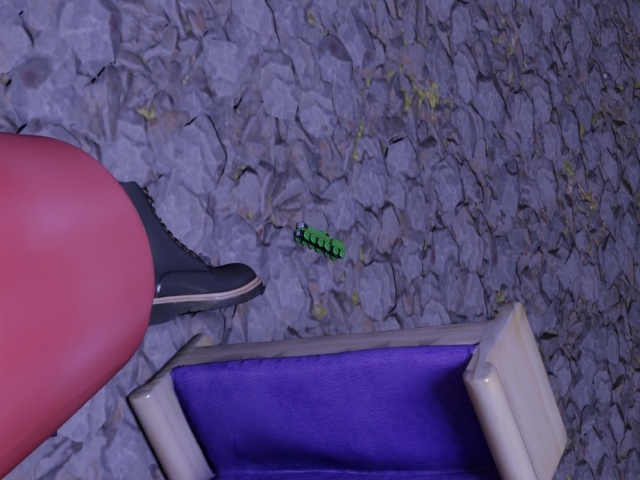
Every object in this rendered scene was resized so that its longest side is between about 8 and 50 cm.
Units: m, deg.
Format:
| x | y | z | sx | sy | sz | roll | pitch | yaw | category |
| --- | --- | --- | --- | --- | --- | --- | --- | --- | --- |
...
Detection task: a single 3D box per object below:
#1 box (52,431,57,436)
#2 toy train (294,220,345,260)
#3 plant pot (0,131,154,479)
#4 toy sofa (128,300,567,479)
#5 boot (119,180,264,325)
| x | y | z | sx | sy | sz | roll | pitch | yaw | category |
| --- | --- | --- | --- | --- | --- | --- | --- | --- | --- |
| -0.246 | 0.121 | 0.912 | 0.067 | 0.018 | 0.083 | 2 | 84 | -52 | box |
| 0.000 | 0.000 | 1.249 | 0.083 | 0.017 | 0.023 | 29 | 54 | -47 | toy train |
| -0.256 | 0.043 | 0.737 | 0.243 | 0.275 | 0.275 | -26 | 106 | -61 | plant pot |
| 0.010 | 0.171 | 0.959 | 0.177 | 0.362 | 0.150 | -47 | 122 | -50 | toy sofa |
| -0.137 | 0.003 | 1.031 | 0.198 | 0.077 | 0.137 | -11 | 89 | -53 | boot |
